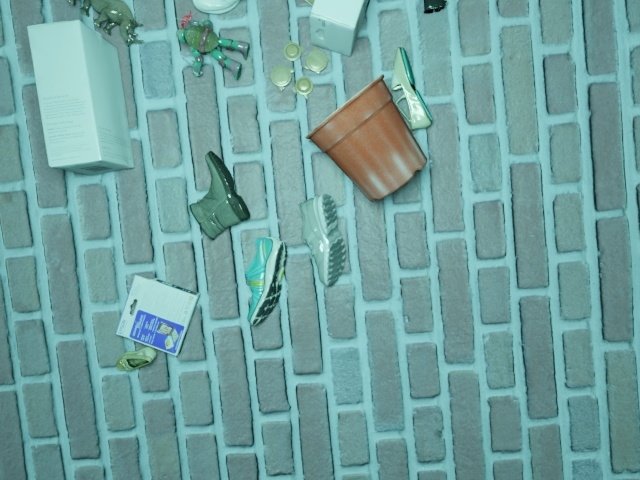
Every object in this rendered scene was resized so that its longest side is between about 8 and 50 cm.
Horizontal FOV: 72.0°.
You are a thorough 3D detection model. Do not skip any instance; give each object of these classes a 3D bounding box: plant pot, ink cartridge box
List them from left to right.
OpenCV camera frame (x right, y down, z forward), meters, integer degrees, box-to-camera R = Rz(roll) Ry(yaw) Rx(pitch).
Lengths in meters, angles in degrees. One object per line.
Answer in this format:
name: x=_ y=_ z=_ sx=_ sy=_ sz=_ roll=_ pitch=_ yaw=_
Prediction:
ink cartridge box: x=-0.512 y=0.231 z=1.390 sx=0.209 sy=0.045 sz=0.206 roll=20 pitch=95 yaw=-1
ink cartridge box: x=0.081 y=-0.710 z=1.224 sx=0.129 sy=0.223 sz=0.307 roll=19 pitch=94 yaw=-1
plant pot: x=0.144 y=-0.271 z=1.245 sx=0.272 sy=0.272 sz=0.265 roll=-38 pitch=100 yaw=4

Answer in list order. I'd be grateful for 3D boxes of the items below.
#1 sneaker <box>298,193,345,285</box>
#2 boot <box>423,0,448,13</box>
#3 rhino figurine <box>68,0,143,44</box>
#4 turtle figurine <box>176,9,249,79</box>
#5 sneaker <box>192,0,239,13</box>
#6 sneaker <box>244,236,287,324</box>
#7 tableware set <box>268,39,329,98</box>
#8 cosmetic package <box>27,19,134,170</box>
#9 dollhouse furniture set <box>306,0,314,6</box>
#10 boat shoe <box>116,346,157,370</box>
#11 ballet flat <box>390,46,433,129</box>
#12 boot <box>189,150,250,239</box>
sneaker: x=0.000 y=0.000 z=1.351 sx=0.115 sy=0.105 sz=0.280 roll=-2 pitch=99 yaw=36
boot: x=0.311 y=-0.727 z=1.307 sx=0.121 sy=0.045 sz=0.099 roll=-10 pitch=96 yaw=2
rhino figurine: x=-0.630 y=-0.681 z=1.325 sx=0.243 sy=0.073 sz=0.106 roll=40 pitch=97 yaw=-2
turtle figurine: x=-0.338 y=-0.575 z=1.306 sx=0.234 sy=0.118 sz=0.175 roll=20 pitch=94 yaw=-5
sneaker: x=-0.239 y=-0.766 z=1.268 sx=0.305 sy=0.152 sz=0.114 roll=-22 pitch=95 yaw=4
sneaker: x=-0.180 y=0.123 z=1.361 sx=0.110 sy=0.107 sz=0.275 roll=13 pitch=89 yaw=20
tableware set: x=-0.066 y=-0.523 z=1.343 sx=0.141 sy=0.020 sz=0.168 roll=28 pitch=93 yaw=-2
cosmetic package: x=-0.680 y=-0.398 z=1.275 sx=0.156 sy=0.217 sz=0.384 roll=-8 pitch=92 yaw=2
dollhouse furniture set: x=-0.035 y=-0.757 z=1.296 sx=0.114 sy=0.081 sz=0.091 roll=40 pitch=94 yaw=-1
boat shoe: x=-0.586 y=0.381 z=1.384 sx=0.153 sy=0.048 sz=0.056 roll=-18 pitch=116 yaw=16
ballet flat: x=0.254 y=-0.445 z=1.312 sx=0.086 sy=0.086 sz=0.248 roll=-23 pitch=93 yaw=3
boot: x=-0.338 y=-0.136 z=1.348 sx=0.161 sy=0.083 sz=0.246 roll=-26 pitch=91 yaw=9
